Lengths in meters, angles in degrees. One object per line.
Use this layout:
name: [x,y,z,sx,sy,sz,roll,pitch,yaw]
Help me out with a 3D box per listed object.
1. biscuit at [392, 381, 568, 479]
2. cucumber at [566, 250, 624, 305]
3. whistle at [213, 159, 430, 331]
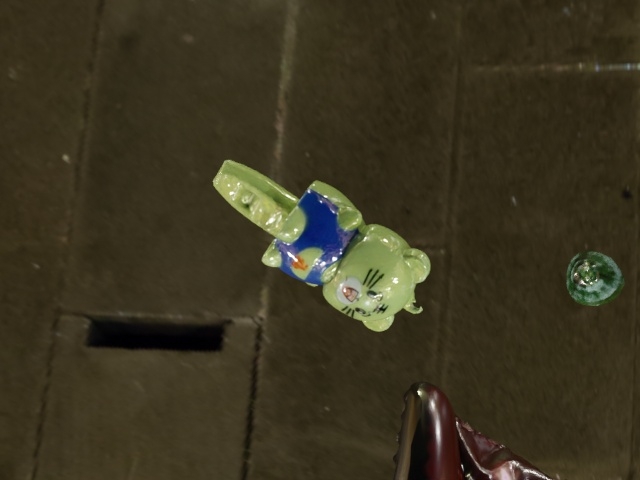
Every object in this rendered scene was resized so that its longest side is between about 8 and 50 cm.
biscuit: [0.126,0.176,0.612,0.235,0.063,0.151,22,63,-15]
cucumber: [0.277,0.041,1.281,0.056,0.250,0.056,-1,86,14]
whistle: [0.000,0.000,1.171,0.227,0.105,0.085,34,40,0]
